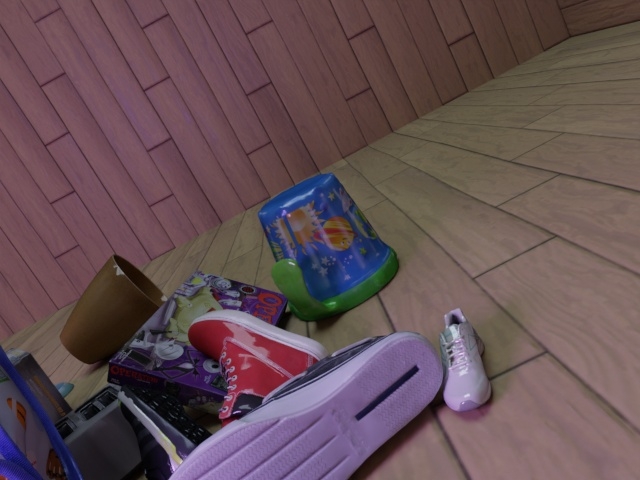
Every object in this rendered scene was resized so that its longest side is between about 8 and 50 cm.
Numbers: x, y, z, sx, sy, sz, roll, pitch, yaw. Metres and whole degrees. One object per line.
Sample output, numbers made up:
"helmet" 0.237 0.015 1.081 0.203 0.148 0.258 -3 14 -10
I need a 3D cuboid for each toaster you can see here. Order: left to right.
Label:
"toaster" -0.346 0.317 0.823 0.168 0.110 0.186 -38 17 -30

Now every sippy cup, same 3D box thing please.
"sippy cup" 0.000 0.000 1.047 0.240 0.224 0.305 -31 15 -7

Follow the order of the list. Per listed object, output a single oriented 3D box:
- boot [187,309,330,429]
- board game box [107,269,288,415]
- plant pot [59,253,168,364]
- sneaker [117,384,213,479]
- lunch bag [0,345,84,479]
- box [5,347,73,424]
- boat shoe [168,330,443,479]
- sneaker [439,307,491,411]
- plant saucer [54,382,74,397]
"boot" -0.130 0.194 0.770 0.244 0.088 0.176 11 37 28
"board game box" -0.195 0.165 0.961 0.208 0.056 0.347 19 22 2
"plant pot" -0.574 0.207 1.476 0.254 0.237 0.237 -44 16 -7
"sneaker" -0.216 0.268 0.703 0.235 0.084 0.097 19 82 48
"lunch bag" -0.478 0.299 0.604 0.328 0.385 0.239 -36 -11 -16
"box" -0.625 0.327 1.175 0.056 0.183 0.231 -38 16 -35
"boat shoe" -0.015 0.215 0.594 0.335 0.121 0.119 -27 -2 -16
"sneaker" 0.156 0.133 0.613 0.054 0.061 0.152 -22 17 18
"plant saucer" -0.692 0.400 1.376 0.119 0.021 0.119 -27 14 8
